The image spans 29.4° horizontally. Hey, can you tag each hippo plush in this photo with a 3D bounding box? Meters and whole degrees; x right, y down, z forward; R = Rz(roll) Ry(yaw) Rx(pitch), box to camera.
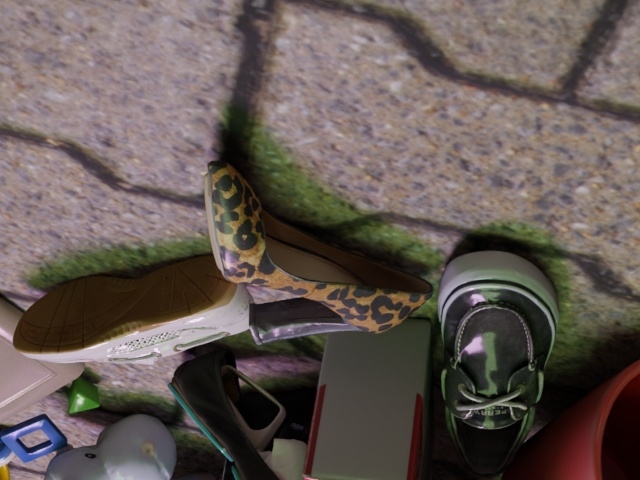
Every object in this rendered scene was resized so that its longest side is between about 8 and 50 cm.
[{"bbox_3d":[-0.254,0.342,1.586,0.294,0.234,0.237,-33,107,-1],"label":"hippo plush"}]

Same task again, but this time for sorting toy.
[{"bbox_3d":[-0.406,0.143,1.424,0.196,0.047,0.347,-33,132,14],"label":"sorting toy"}]

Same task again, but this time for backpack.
[{"bbox_3d":[-0.046,0.273,1.435,0.152,0.182,0.115,-13,140,27],"label":"backpack"}]

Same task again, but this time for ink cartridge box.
[{"bbox_3d":[0.061,0.236,1.345,0.114,0.197,0.273,4,145,10],"label":"ink cartridge box"}]

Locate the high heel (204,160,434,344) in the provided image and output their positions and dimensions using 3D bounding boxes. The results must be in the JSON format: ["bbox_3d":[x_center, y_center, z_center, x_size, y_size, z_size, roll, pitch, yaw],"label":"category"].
[{"bbox_3d":[0.000,0.000,1.138,0.186,0.093,0.261,-11,139,7],"label":"high heel"}]

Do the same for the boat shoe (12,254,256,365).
[{"bbox_3d":[-0.195,0.094,1.286,0.277,0.098,0.096,-10,140,24],"label":"boat shoe"}]

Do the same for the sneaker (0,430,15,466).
[{"bbox_3d":[-0.488,0.265,1.631,0.152,0.058,0.084,7,154,14],"label":"sneaker"}]

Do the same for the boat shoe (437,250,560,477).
[{"bbox_3d":[0.184,0.140,1.247,0.121,0.119,0.335,0,145,12],"label":"boat shoe"}]

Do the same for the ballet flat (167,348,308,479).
[{"bbox_3d":[-0.068,0.228,1.331,0.096,0.280,0.095,-36,154,-2],"label":"ballet flat"}]

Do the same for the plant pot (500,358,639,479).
[{"bbox_3d":[0.335,0.280,1.312,0.275,0.275,0.243,21,153,-17],"label":"plant pot"}]

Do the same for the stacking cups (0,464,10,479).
[{"bbox_3d":[-0.603,0.352,1.758,0.316,0.096,0.096,-5,143,23],"label":"stacking cups"}]
